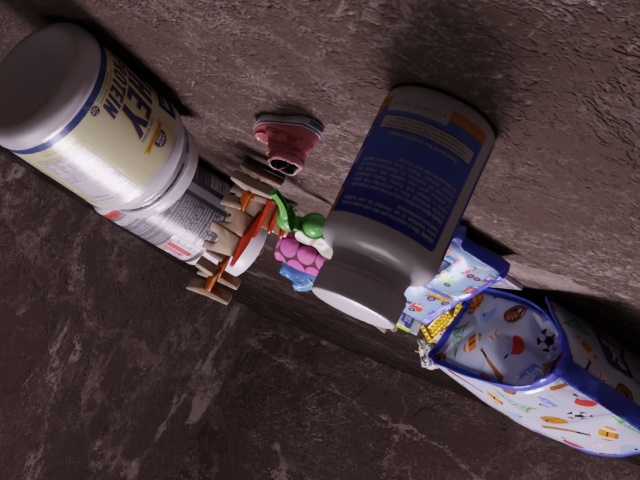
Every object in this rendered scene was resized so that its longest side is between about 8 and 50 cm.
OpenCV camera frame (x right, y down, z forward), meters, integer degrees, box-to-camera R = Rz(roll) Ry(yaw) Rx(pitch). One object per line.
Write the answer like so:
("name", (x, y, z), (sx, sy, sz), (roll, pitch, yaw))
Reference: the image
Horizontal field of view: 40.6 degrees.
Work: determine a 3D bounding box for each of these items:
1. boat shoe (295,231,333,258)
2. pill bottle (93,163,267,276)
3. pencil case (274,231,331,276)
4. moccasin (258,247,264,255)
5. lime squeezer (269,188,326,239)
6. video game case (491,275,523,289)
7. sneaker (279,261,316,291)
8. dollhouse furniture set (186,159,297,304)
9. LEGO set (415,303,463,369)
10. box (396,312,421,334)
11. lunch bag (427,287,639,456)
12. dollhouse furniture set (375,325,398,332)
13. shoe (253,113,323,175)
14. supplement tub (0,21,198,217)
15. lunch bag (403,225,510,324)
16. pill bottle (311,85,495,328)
("boat shoe", (0.000, 0.000, 2.027), (0.137, 0.049, 0.043), (27, -149, -17))
("pill bottle", (-0.309, -0.072, 1.958), (0.363, 0.210, 0.210), (33, 167, -29))
("pencil case", (-0.005, 0.043, 2.118), (0.209, 0.098, 0.095), (23, 134, 24))
("moccasin", (-0.302, -0.039, 2.270), (0.147, 0.139, 0.380), (13, 163, 46))
("lime squeezer", (-0.015, -0.046, 1.712), (0.110, 0.058, 0.310), (-29, 145, 35))
("video game case", (0.326, 0.070, 1.690), (0.087, 0.011, 0.122), (31, 167, -23))
("sneaker", (0.002, 0.091, 2.207), (0.240, 0.126, 0.091), (22, 168, 22))
("dollhouse furniture set", (-0.141, -0.024, 1.779), (0.135, 0.262, 0.259), (25, -158, 0))
("LEGO set", (0.353, 0.208, 2.035), (0.107, 0.132, 0.287), (10, 153, -40))
("box", (0.177, 0.145, 2.106), (0.178, 0.109, 0.042), (26, 167, 4))
("lunch bag", (0.461, 0.259, 1.686), (0.328, 0.239, 0.385), (33, 174, -21))
("dollhouse furniture set", (0.142, 0.169, 2.254), (0.151, 0.123, 0.144), (17, 165, 38))
("shoe", (-0.068, -0.153, 1.387), (0.063, 0.081, 0.178), (34, 167, -32))
("supplement tub", (-0.388, -0.196, 1.512), (0.235, 0.235, 0.325), (18, 166, 37))
("lunch bag", (0.190, 0.023, 1.571), (0.221, 0.138, 0.293), (30, 156, -12))
("pill bottle", (0.095, -0.037, 1.059), (0.152, 0.272, 0.152), (25, 168, 6))
